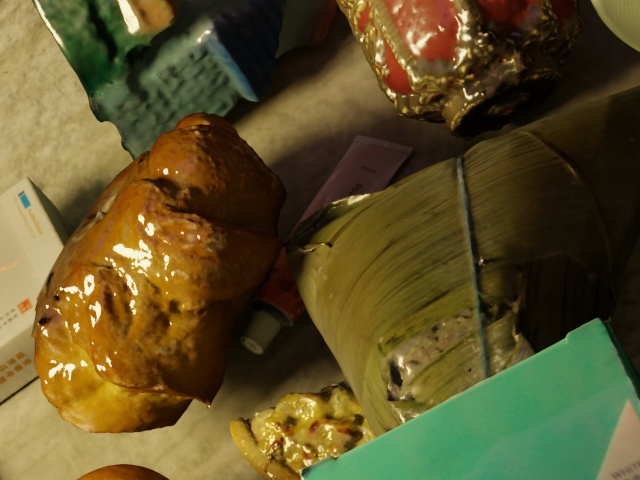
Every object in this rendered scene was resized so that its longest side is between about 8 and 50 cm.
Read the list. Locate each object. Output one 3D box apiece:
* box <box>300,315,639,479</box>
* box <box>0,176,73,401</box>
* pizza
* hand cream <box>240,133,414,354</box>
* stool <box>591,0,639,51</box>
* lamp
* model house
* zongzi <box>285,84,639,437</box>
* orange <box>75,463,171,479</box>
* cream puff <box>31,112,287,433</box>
[{"bbox_3d":[0.144,0.196,1.181,0.205,0.311,0.118,-29,54,6],"label":"box"},{"bbox_3d":[-0.303,0.070,1.662,0.233,0.067,0.149,-36,51,2],"label":"box"},{"bbox_3d":[0.001,0.151,1.467,0.160,0.036,0.099,27,73,37],"label":"pizza"},{"bbox_3d":[0.001,0.001,1.576,0.052,0.038,0.216,28,68,9],"label":"hand cream"},{"bbox_3d":[0.312,-0.260,1.484,0.195,0.195,0.199,-2,57,27],"label":"stool"},{"bbox_3d":[0.095,-0.220,1.550,0.177,0.177,0.274,-26,71,9],"label":"lamp"},{"bbox_3d":[-0.093,-0.278,1.687,0.329,0.252,0.295,-28,49,0],"label":"model house"},{"bbox_3d":[0.183,0.026,1.369,0.360,0.160,0.323,-27,37,-2],"label":"zongzi"},{"bbox_3d":[-0.140,0.243,1.414,0.136,0.159,0.159,15,58,-11],"label":"orange"},{"bbox_3d":[-0.125,0.025,1.505,0.154,0.241,0.269,24,85,-7],"label":"cream puff"}]
